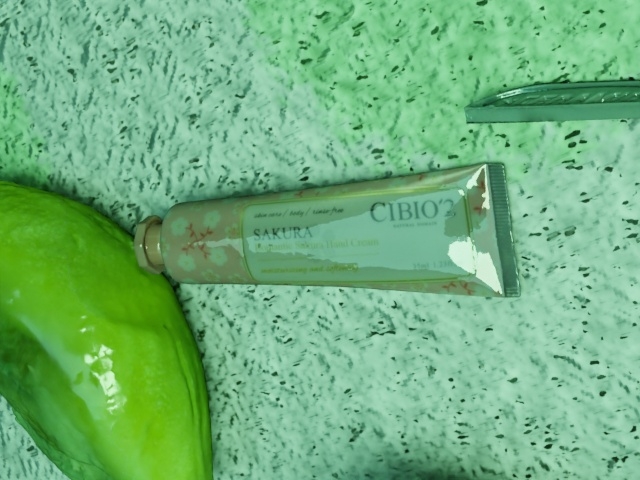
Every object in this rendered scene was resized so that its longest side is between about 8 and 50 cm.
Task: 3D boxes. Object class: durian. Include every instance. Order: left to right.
[{"bbox_3d":[-0.149,0.051,0.957,0.250,0.101,0.139,47,128,12],"label":"durian"}]

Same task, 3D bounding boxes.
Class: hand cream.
[{"bbox_3d":[0.000,0.000,0.873,0.210,0.043,0.067,-3,102,28],"label":"hand cream"}]

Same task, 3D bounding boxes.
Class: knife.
[{"bbox_3d":[0.158,-0.060,0.746,0.210,0.028,0.015,3,128,35],"label":"knife"}]
